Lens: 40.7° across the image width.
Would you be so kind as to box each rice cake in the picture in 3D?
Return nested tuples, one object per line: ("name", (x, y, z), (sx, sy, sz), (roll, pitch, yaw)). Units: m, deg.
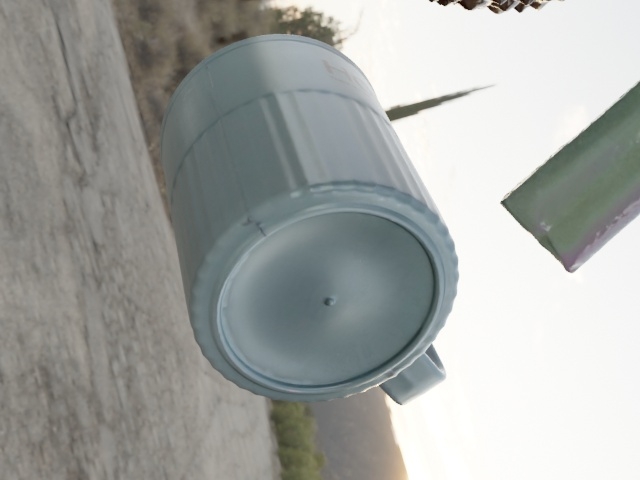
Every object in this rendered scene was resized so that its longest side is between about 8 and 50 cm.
("rice cake", (0.238, -0.074, 0.628), (0.080, 0.222, 0.042), (47, 19, 4))

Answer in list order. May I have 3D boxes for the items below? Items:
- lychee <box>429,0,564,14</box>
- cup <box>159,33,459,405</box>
("lychee", (0.089, -0.270, 0.573), (0.271, 0.236, 0.236), (39, 9, -22))
("cup", (-0.020, 0.001, 0.881), (0.311, 0.257, 0.331), (-110, -168, -55))
